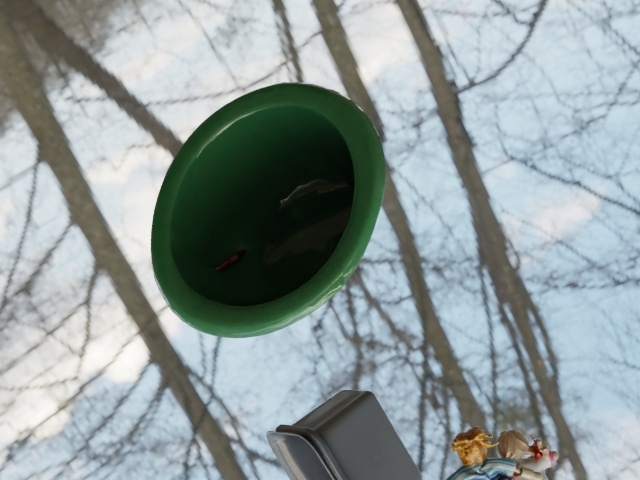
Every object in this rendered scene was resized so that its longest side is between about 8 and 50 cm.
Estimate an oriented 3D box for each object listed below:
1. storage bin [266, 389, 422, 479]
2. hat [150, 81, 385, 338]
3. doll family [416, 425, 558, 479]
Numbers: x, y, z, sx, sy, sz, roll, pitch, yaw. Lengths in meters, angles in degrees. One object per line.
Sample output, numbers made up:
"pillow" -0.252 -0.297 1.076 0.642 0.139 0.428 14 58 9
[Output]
"storage bin" 0.026 0.208 1.084 0.091 0.135 0.098 -36 -166 -29
"hat" 0.000 0.000 0.822 0.173 0.183 0.208 -3 -115 27
"doll family" 0.165 0.307 1.347 0.263 0.163 0.118 -19 -178 -1
